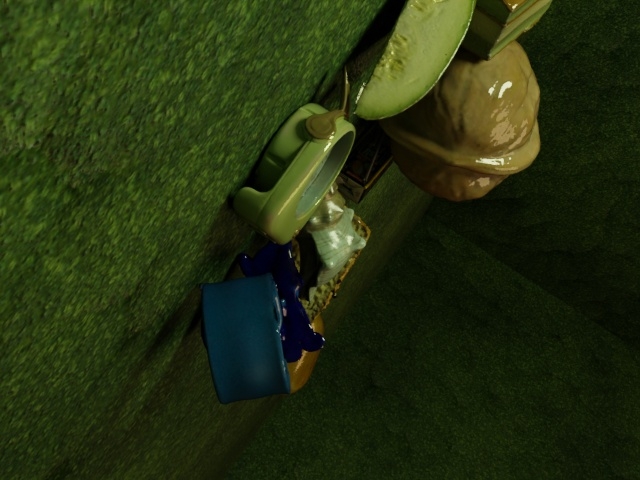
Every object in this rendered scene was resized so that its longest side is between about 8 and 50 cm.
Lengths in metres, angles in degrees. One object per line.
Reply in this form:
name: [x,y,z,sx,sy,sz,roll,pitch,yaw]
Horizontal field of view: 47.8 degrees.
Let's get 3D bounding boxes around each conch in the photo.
conch: [0.011,-0.006,1.078,0.114,0.233,0.137,-18,-160,-13]

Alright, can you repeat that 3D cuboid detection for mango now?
mango: [-0.069,0.268,1.778,0.167,0.130,0.262,-27,144,-62]

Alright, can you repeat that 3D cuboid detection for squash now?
squash: [0.135,-0.265,0.925,0.169,0.093,0.252,-64,180,45]

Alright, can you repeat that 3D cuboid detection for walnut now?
walnut: [0.238,-0.212,1.219,0.285,0.285,0.296,-48,161,-42]

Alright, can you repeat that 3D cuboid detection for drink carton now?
drink carton: [0.087,-0.146,1.316,0.165,0.071,0.056,-51,172,-36]

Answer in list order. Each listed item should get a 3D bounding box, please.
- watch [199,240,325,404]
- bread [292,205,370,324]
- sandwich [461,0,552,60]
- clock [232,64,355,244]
watch: [-0.093,0.118,0.989,0.171,0.196,0.200,-18,-174,1]
bread: [-0.004,0.027,1.213,0.229,0.143,0.139,-57,170,17]
sandwich: [0.260,-0.380,1.077,0.187,0.144,0.117,-41,166,-27]
clock: [-0.016,-0.108,0.927,0.232,0.069,0.170,-56,170,-5]
